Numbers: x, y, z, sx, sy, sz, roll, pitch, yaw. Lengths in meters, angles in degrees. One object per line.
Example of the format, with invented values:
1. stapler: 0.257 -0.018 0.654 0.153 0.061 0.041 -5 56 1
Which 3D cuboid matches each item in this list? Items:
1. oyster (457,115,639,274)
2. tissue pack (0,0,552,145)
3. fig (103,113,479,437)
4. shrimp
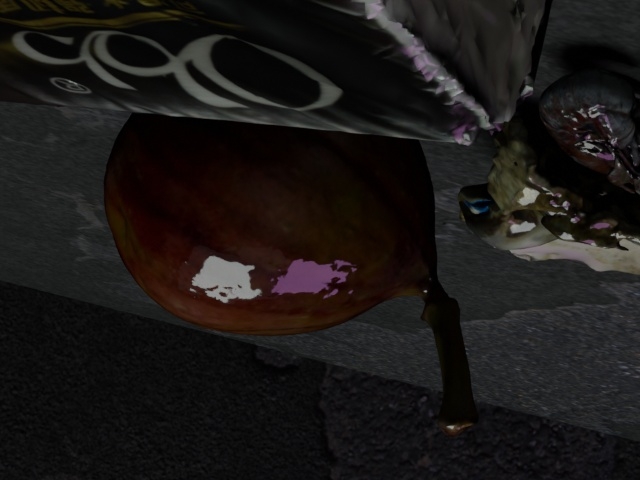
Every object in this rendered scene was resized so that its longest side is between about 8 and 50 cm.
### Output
1. oyster: 0.192 -0.010 1.151 0.214 0.083 0.223 18 174 -7
2. tissue pack: -0.122 -0.157 0.484 0.370 0.210 0.198 8 171 30
3. fig: 0.002 -0.017 1.023 0.249 0.186 0.204 25 173 0
4. shrimp: 0.178 -0.057 0.997 0.065 0.057 0.165 -6 162 41
